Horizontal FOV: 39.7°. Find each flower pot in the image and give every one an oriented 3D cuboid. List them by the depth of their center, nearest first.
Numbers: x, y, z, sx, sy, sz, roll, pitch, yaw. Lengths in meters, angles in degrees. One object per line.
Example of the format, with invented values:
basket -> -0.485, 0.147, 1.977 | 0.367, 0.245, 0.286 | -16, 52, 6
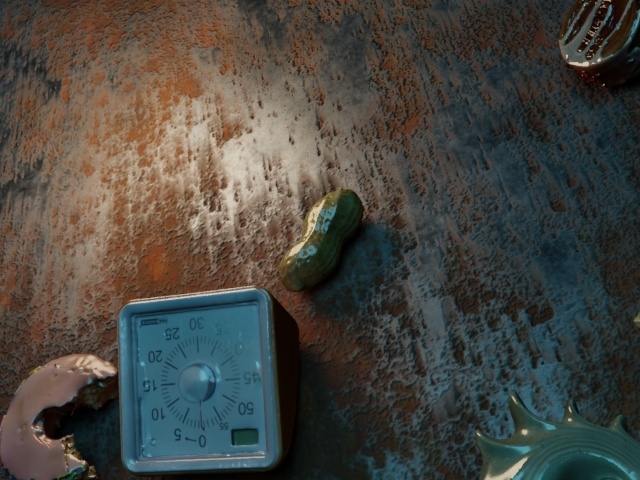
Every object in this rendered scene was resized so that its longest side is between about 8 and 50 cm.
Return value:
flower pot -> 0.261, 0.366, 0.992 | 0.254, 0.165, 0.368 | 15, 65, 27

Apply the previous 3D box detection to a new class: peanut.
peanut -> -0.001, 0.000, 1.414 | 0.089, 0.089, 0.193 | 20, 69, 34

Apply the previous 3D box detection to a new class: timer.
timer -> -0.162, 0.217, 1.300 | 0.257, 0.161, 0.250 | -8, 65, 20

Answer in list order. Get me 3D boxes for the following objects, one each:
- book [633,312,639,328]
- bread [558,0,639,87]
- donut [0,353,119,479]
book -> 0.534, 0.024, 1.042 | 0.228, 0.018, 0.322 | -45, 8, -13
bread -> 0.451, -0.322, 1.385 | 0.160, 0.073, 0.161 | -25, 55, 42
donut -> -0.413, 0.296, 1.407 | 0.199, 0.085, 0.233 | -1, 59, 24
